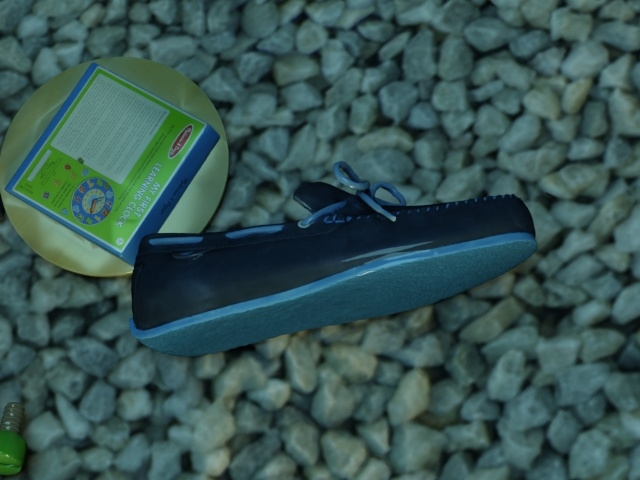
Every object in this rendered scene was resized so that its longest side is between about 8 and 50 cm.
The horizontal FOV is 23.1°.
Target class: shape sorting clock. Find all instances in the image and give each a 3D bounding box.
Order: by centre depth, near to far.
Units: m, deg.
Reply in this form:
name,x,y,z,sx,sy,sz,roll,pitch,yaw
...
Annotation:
name,x,y,z,sx,sy,sz,roll,pitch,yaw
shape sorting clock,-0.183,-0.066,1.388,0.206,0.040,0.206,-3,70,7

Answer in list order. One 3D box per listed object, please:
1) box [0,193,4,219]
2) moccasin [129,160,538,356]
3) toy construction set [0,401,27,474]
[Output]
name,x,y,z,sx,sy,sz,roll,pitch,yaw
box,-0.398,-0.106,1.440,0.183,0.059,0.233,-15,66,8
moccasin,0.000,0.000,1.271,0.342,0.138,0.117,-12,68,6
toy construction set,-0.418,0.160,1.187,0.257,0.309,0.237,-10,47,18
